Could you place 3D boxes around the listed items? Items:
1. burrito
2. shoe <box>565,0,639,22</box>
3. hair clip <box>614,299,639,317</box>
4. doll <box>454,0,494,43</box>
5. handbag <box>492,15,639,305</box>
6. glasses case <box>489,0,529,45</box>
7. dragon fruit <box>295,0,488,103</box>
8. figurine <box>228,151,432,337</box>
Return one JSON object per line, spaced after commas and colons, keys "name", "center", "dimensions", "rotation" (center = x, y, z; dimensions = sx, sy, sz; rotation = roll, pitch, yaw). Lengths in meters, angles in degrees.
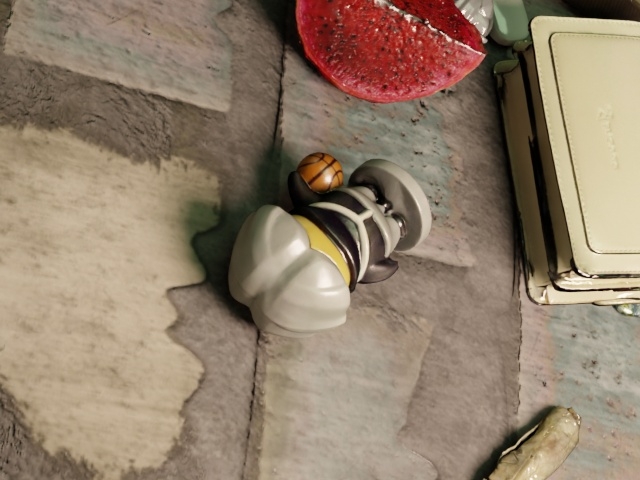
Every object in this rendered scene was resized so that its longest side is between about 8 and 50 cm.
{"name": "burrito", "center": [0.256, 0.254, 1.350], "dimensions": [0.188, 0.045, 0.058], "rotation": [-32, 111, -34]}
{"name": "shoe", "center": [0.385, -0.391, 1.642], "dimensions": [0.275, 0.103, 0.098], "rotation": [33, 58, -18]}
{"name": "hair clip", "center": [0.490, 0.071, 1.542], "dimensions": [0.229, 0.036, 0.066], "rotation": [0, 66, -26]}
{"name": "doll", "center": [0.189, -0.332, 1.538], "dimensions": [0.094, 0.079, 0.180], "rotation": [17, 47, -46]}
{"name": "handbag", "center": [0.375, -0.101, 1.478], "dimensions": [0.237, 0.160, 0.358], "rotation": [-2, 71, -12]}
{"name": "glasses case", "center": [0.243, -0.348, 1.585], "dimensions": [0.063, 0.041, 0.164], "rotation": [-12, 75, -31]}
{"name": "dragon fruit", "center": [0.062, -0.274, 1.412], "dimensions": [0.262, 0.163, 0.189], "rotation": [27, 94, -19]}
{"name": "figurine", "center": [0.000, 0.000, 1.275], "dimensions": [0.176, 0.133, 0.236], "rotation": [47, 55, 8]}
